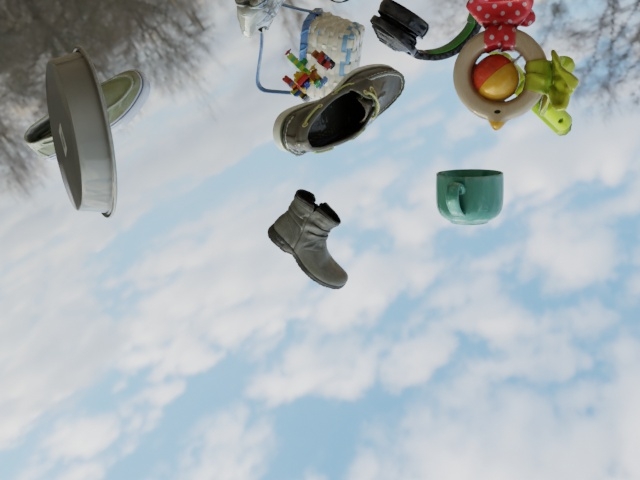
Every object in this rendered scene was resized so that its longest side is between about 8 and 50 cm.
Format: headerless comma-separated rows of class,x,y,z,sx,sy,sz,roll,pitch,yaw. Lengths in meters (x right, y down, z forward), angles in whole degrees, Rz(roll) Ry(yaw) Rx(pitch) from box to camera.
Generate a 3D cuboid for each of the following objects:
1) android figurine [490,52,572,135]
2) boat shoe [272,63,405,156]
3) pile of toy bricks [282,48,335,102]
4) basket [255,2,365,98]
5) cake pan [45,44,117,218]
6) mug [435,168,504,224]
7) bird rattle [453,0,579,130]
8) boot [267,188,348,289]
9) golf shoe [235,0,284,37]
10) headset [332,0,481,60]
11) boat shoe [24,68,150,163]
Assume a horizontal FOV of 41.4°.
android figurine,0.469,-0.342,1.921,0.056,0.273,0.248,-44,-139,16
boat shoe,0.055,-0.241,1.574,0.305,0.109,0.091,-32,-148,-29
pile of toy bricks,-0.043,-0.398,1.965,0.118,0.105,0.212,-46,180,1
basket,-0.034,-0.509,2.329,0.289,0.255,0.201,11,-149,6
cake pan,-0.405,-0.176,1.421,0.054,0.293,0.293,-13,-165,-24
mug,0.277,-0.081,1.632,0.157,0.097,0.129,-8,-167,-28
bird rattle,0.326,-0.312,1.479,0.207,0.253,0.143,-41,-179,7
boot,0.000,0.000,2.056,0.161,0.246,0.083,-46,-173,35
golf shoe,-0.106,-0.426,1.547,0.069,0.086,0.176,18,-145,19
headset,0.181,-0.549,1.913,0.394,0.243,0.185,6,-159,-23
boat shoe,-0.509,-0.274,1.855,0.302,0.109,0.094,-36,159,6
